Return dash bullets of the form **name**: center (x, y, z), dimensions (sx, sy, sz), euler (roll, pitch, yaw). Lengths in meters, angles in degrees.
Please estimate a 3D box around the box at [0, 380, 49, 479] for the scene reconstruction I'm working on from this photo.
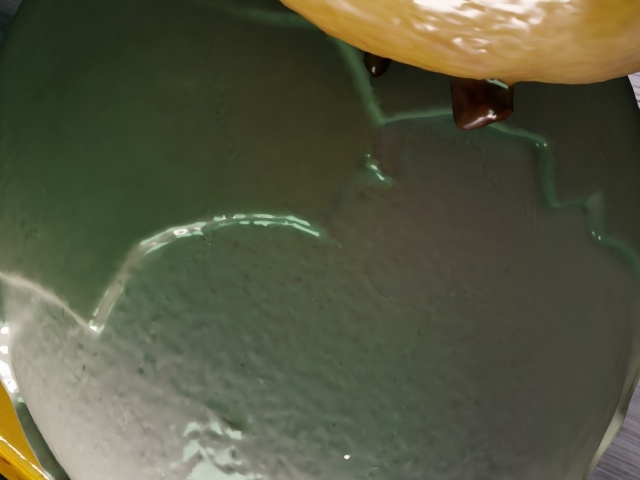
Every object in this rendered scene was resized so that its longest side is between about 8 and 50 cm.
- **box**: center (-0.121, 0.104, 1.229), dimensions (0.115, 0.264, 0.415), euler (7, 147, 50)

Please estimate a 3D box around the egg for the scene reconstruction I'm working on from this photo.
- **egg**: center (0.000, 0.000, 0.655), dimensions (0.278, 0.278, 0.336), euler (61, -169, -51)

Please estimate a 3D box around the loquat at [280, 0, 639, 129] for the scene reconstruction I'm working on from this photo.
- **loquat**: center (0.054, -0.154, 0.457), dimensions (0.238, 0.193, 0.238), euler (15, 136, 14)
